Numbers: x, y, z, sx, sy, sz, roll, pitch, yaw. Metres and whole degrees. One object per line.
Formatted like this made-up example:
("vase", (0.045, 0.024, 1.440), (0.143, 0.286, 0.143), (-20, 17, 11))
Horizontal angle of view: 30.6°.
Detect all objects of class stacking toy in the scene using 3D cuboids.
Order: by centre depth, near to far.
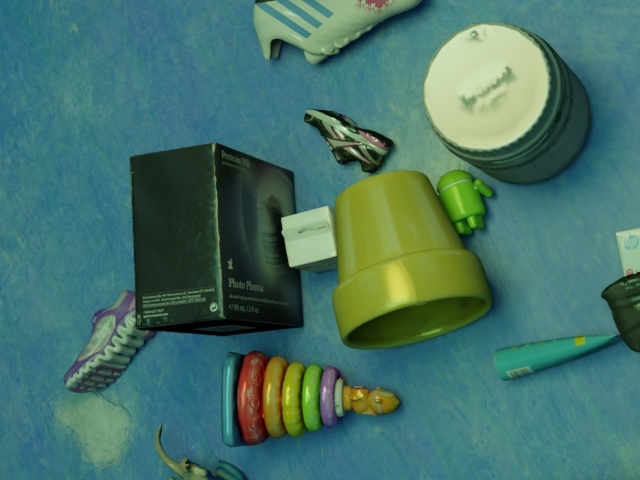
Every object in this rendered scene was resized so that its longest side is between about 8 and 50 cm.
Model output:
("stacking toy", (-0.014, 0.271, 2.002), (0.302, 0.175, 0.165), (-1, 81, 12))

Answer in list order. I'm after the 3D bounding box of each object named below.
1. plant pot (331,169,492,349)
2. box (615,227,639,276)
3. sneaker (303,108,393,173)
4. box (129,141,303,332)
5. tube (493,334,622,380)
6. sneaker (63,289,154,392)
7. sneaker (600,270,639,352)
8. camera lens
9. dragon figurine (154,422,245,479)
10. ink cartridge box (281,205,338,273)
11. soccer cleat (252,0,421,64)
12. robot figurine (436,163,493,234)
("plant pot", (0.127, 0.027, 1.904), (0.254, 0.254, 0.239), (-22, 70, 20))
("box", (0.553, 0.064, 1.823), (0.145, 0.038, 0.186), (-12, 78, 21))
("sneaker", (0.037, -0.175, 2.066), (0.178, 0.072, 0.077), (31, 107, 30))
("box", (-0.174, 0.007, 2.010), (0.183, 0.296, 0.294), (-8, 81, 23))
("tube", (0.382, 0.178, 1.868), (0.207, 0.080, 0.052), (-17, 82, 25))
("sneaker", (-0.403, 0.186, 2.209), (0.236, 0.095, 0.104), (-46, 62, 7))
("sneaker", (0.574, 0.087, 1.747), (0.286, 0.109, 0.130), (-19, 86, 27))
("camera lens", (0.296, -0.211, 1.840), (0.219, 0.274, 0.219), (-3, 83, 23))
("dragon figurine", (-0.193, 0.441, 2.081), (0.289, 0.144, 0.085), (35, 100, 43))
("ink cartridge box", (0.000, 0.000, 2.018), (0.092, 0.143, 0.090), (-15, 78, 22))
("soccer cleat", (0.035, -0.389, 2.081), (0.331, 0.116, 0.143), (-1, 99, 26))
("robot figurine", (0.236, -0.068, 1.963), (0.101, 0.067, 0.115), (-28, 73, 31))
